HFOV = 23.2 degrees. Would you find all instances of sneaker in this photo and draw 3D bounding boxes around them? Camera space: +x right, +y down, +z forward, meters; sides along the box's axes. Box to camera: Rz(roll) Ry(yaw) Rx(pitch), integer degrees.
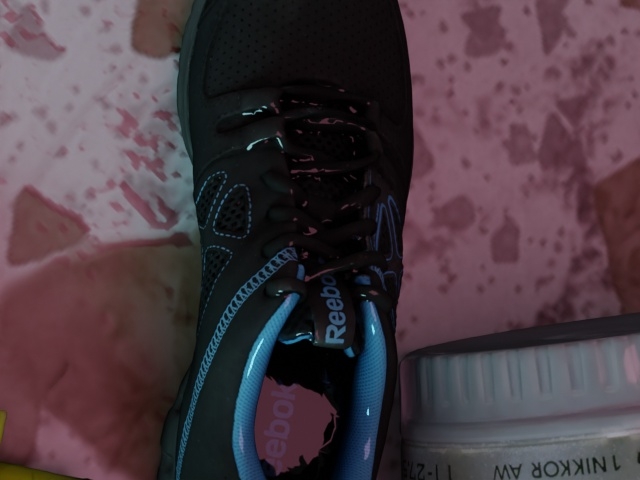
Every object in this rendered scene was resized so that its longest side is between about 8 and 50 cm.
[{"bbox_3d":[0.000,0.000,0.743,0.125,0.139,0.341,3,87,-18],"label":"sneaker"}]

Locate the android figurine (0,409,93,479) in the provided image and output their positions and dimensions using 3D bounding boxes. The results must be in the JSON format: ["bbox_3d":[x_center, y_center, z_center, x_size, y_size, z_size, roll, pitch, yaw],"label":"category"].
[{"bbox_3d":[-0.237,0.138,0.675,0.273,0.056,0.248,18,68,-22],"label":"android figurine"}]

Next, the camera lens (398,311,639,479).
[{"bbox_3d":[0.157,0.177,0.754,0.219,0.219,0.274,-7,88,-21],"label":"camera lens"}]
